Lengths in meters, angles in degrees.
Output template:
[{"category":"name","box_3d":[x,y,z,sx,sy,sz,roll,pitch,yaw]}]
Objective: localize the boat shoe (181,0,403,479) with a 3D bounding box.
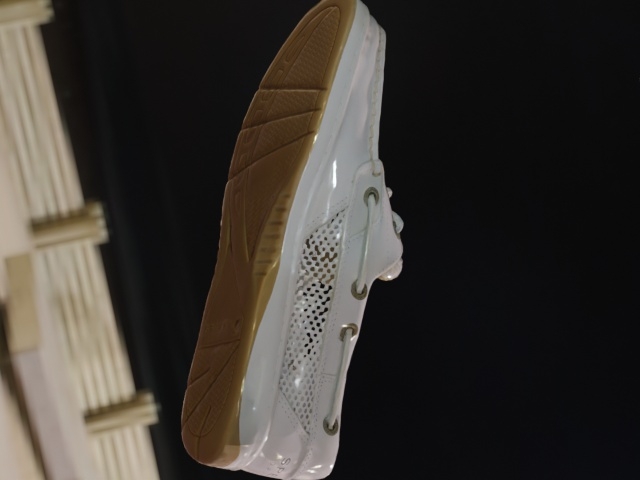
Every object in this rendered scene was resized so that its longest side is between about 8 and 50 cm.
[{"category":"boat shoe","box_3d":[0.000,0.000,1.009,0.098,0.096,0.277,-3,-109,63]}]
